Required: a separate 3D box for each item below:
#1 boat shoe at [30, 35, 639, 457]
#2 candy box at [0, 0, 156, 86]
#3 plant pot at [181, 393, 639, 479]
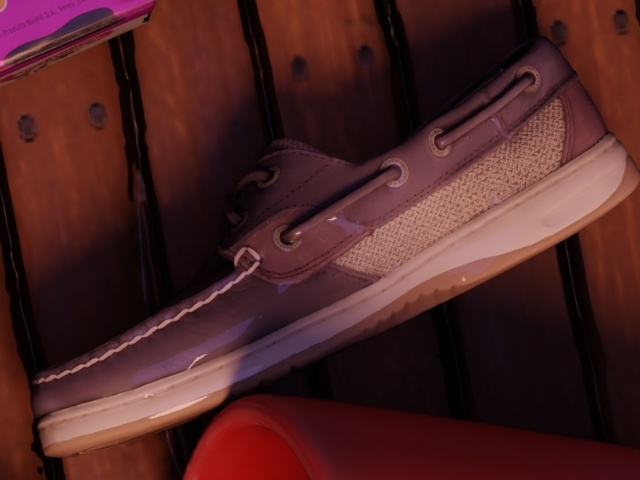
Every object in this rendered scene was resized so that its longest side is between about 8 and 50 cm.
[{"bbox_3d":[0.000,0.000,0.684,0.285,0.103,0.092,-26,89,-14],"label":"boat shoe"},{"bbox_3d":[-0.188,-0.169,0.661,0.159,0.071,0.233,-25,94,-10],"label":"candy box"},{"bbox_3d":[0.084,0.192,0.626,0.243,0.275,0.275,0,89,-21],"label":"plant pot"}]
